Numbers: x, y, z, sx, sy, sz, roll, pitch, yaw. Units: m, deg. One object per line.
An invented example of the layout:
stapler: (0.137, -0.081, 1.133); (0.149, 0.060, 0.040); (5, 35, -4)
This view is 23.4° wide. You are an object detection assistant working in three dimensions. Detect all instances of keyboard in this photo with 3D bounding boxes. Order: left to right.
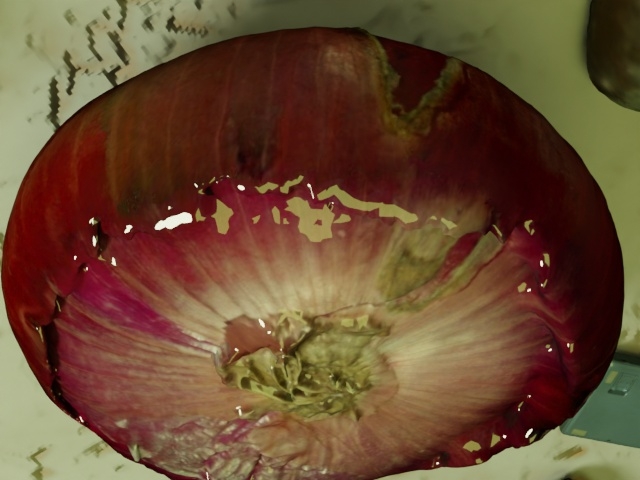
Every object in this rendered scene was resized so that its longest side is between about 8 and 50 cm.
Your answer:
keyboard: (0.214, 0.095, 0.818); (0.176, 0.014, 0.055); (12, 122, -19)

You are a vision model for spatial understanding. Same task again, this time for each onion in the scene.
onion: (-0.002, 0.011, 0.626); (0.248, 0.161, 0.248); (1, 124, 1)

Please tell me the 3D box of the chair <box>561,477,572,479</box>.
chair: (0.193, 0.365, 0.881); (0.203, 0.240, 0.416); (-34, 128, 13)

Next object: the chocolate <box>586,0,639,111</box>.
chocolate: (0.249, -0.100, 0.645); (0.254, 0.080, 0.157); (6, 124, -15)
